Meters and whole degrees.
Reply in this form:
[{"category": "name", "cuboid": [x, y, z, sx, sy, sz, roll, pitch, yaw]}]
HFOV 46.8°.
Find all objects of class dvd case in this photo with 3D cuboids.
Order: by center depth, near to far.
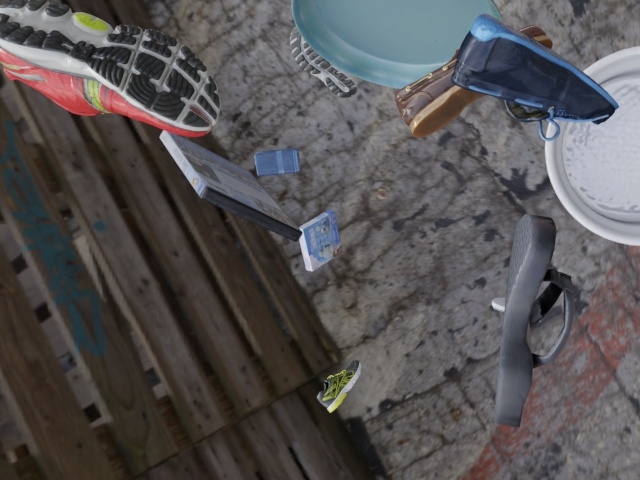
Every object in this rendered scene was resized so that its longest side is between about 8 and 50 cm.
[{"category": "dvd case", "cuboid": [-0.146, -0.090, 1.173, 0.022, 0.180, 0.253, -57, 36, 11]}]

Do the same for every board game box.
[{"category": "board game box", "cuboid": [0.000, 0.000, 1.429, 0.020, 0.090, 0.090, 12, 124, 44]}]

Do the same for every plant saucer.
[{"category": "plant saucer", "cuboid": [0.116, -0.326, 1.092, 0.318, 0.317, 0.043, 8, 71, 21]}]

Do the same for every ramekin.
[{"category": "ramekin", "cuboid": [0.466, -0.135, 1.081, 0.277, 0.135, 0.277, 1, 95, 11]}]

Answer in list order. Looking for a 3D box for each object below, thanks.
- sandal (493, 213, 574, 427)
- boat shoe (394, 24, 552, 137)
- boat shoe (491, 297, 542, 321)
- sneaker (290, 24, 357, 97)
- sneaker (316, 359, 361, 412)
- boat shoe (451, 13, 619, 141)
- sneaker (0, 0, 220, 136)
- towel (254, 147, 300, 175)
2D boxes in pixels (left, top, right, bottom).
[{"category": "sandal", "cuboid": [0.188, 0.072, 0.646, 0.055, 0.097, 0.254, 7, 140, 15]}, {"category": "boat shoe", "cuboid": [0.189, -0.217, 0.948, 0.207, 0.073, 0.073, -30, 64, 15]}, {"category": "boat shoe", "cuboid": [0.476, 0.170, 1.775, 0.142, 0.049, 0.040, 9, 115, -10]}, {"category": "sneaker", "cuboid": [0.010, -0.427, 1.716, 0.081, 0.094, 0.208, -21, 128, 38]}, {"category": "sneaker", "cuboid": [0.026, 0.189, 0.993, 0.035, 0.083, 0.031, 36, 148, 0]}, {"category": "boat shoe", "cuboid": [0.245, -0.184, 0.868, 0.089, 0.258, 0.109, -57, 36, 23]}, {"category": "sneaker", "cuboid": [-0.245, -0.187, 0.862, 0.279, 0.118, 0.107, 24, 57, 1]}, {"category": "towel", "cuboid": [-0.115, -0.208, 1.974, 0.120, 0.029, 0.067, -6, 97, -7]}]
